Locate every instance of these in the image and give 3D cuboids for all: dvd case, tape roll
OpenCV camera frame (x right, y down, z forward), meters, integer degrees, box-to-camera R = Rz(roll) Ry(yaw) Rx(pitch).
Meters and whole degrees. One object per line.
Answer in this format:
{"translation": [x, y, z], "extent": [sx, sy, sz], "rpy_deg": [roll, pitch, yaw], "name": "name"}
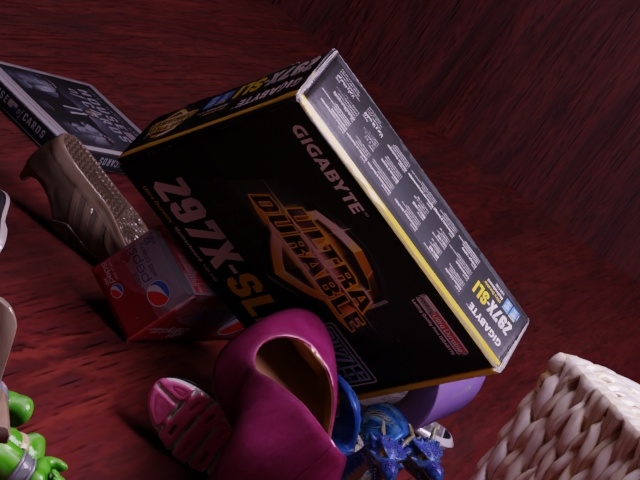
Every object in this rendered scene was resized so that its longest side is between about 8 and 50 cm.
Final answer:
{"translation": [-0.291, -0.142, 2.355], "extent": [0.179, 0.029, 0.238], "rpy_deg": [42, 16, 24], "name": "dvd case"}
{"translation": [0.071, 0.097, 1.972], "extent": [0.189, 0.189, 0.080], "rpy_deg": [42, 38, 25], "name": "tape roll"}

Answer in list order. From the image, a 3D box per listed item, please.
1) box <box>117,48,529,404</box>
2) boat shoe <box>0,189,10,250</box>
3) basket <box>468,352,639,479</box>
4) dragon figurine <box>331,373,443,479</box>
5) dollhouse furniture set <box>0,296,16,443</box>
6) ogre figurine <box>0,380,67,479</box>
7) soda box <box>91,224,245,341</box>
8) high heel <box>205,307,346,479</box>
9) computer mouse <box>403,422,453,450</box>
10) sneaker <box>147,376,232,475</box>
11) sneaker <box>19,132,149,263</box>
{"translation": [0.000, 0.000, 1.810], "extent": [0.322, 0.257, 0.079], "rpy_deg": [54, 50, -20], "name": "box"}
{"translation": [-0.320, -0.021, 1.860], "extent": [0.038, 0.046, 0.125], "rpy_deg": [34, 21, -24], "name": "boat shoe"}
{"translation": [0.267, 0.315, 1.546], "extent": [0.331, 0.328, 0.266], "rpy_deg": [27, 14, -28], "name": "basket"}
{"translation": [0.026, 0.175, 1.811], "extent": [0.085, 0.144, 0.289], "rpy_deg": [29, 15, -25], "name": "dragon figurine"}
{"translation": [-0.352, -0.010, 1.323], "extent": [0.303, 0.174, 0.355], "rpy_deg": [15, 21, -17], "name": "dollhouse furniture set"}
{"translation": [-0.259, 0.120, 1.434], "extent": [0.118, 0.097, 0.197], "rpy_deg": [40, 20, -35], "name": "ogre figurine"}
{"translation": [-0.114, 0.045, 1.986], "extent": [0.083, 0.092, 0.263], "rpy_deg": [62, 21, 15], "name": "soda box"}
{"translation": [-0.006, 0.132, 1.627], "extent": [0.127, 0.181, 0.377], "rpy_deg": [43, 29, -14], "name": "high heel"}
{"translation": [0.049, 0.179, 2.078], "extent": [0.193, 0.042, 0.106], "rpy_deg": [31, 9, 4], "name": "computer mouse"}
{"translation": [-0.084, 0.171, 1.744], "extent": [0.170, 0.063, 0.075], "rpy_deg": [36, 13, -18], "name": "sneaker"}
{"translation": [-0.233, -0.017, 2.024], "extent": [0.188, 0.071, 0.066], "rpy_deg": [58, 22, -3], "name": "sneaker"}
